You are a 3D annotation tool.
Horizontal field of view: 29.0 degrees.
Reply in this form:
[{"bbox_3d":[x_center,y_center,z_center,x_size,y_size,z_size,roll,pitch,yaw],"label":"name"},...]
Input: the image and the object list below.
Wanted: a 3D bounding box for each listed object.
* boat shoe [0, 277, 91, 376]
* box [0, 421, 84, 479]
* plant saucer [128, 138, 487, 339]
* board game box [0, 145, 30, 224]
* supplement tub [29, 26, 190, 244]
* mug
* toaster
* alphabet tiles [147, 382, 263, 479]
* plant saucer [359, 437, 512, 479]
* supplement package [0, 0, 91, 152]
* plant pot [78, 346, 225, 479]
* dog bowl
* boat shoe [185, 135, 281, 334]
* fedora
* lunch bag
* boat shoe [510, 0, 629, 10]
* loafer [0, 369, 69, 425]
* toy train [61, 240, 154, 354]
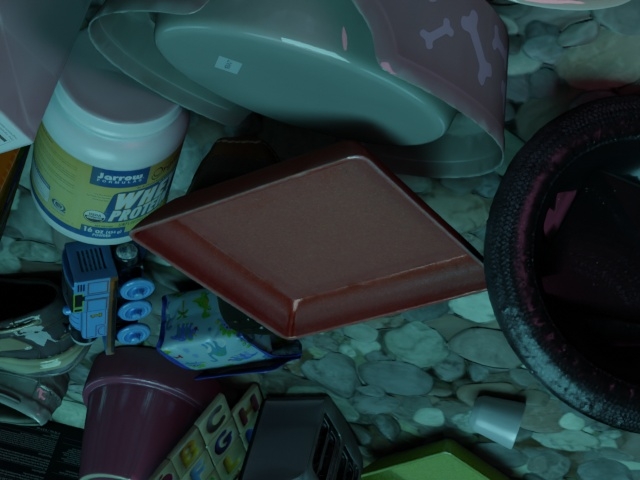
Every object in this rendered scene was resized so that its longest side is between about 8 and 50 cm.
[{"bbox_3d":[-0.472,0.092,1.610,0.355,0.132,0.130,-2,132,7],"label":"boat shoe"},{"bbox_3d":[-0.425,0.389,1.925,0.261,0.184,0.103,14,144,1],"label":"box"},{"bbox_3d":[0.000,0.000,1.157,0.258,0.048,0.259,-17,144,31],"label":"plant saucer"},{"bbox_3d":[-0.528,-0.014,1.266,0.356,0.357,0.356,22,143,-11],"label":"board game box"},{"bbox_3d":[-0.208,-0.102,1.218,0.144,0.144,0.200,18,145,-6],"label":"supplement tub"},{"bbox_3d":[0.225,0.235,1.603,0.064,0.062,0.078,18,138,8],"label":"mug"},{"bbox_3d":[-0.026,0.317,1.712,0.110,0.186,0.168,-7,132,23],"label":"toaster"},{"bbox_3d":[-0.156,0.364,1.731,0.011,0.285,0.343,27,151,27],"label":"alphabet tiles"},{"bbox_3d":[0.178,0.345,1.777,0.188,0.045,0.188,36,139,-28],"label":"plant saucer"},{"bbox_3d":[-0.351,-0.221,1.055,0.145,0.204,0.262,-14,136,30],"label":"supplement package"},{"bbox_3d":[-0.248,0.275,1.714,0.201,0.180,0.201,10,145,7],"label":"plant pot"},{"bbox_3d":[-0.007,-0.157,1.008,0.348,0.102,0.349,17,171,3],"label":"dog bowl"},{"bbox_3d":[-0.073,-0.016,1.307,0.122,0.120,0.324,4,149,4],"label":"boat shoe"},{"bbox_3d":[0.290,0.024,1.170,0.334,0.334,0.152,23,174,-12],"label":"fedora"},{"bbox_3d":[-0.111,0.122,1.542,0.128,0.096,0.151,-9,153,25],"label":"lunch bag"},{"bbox_3d":[0.091,-0.246,0.956,0.324,0.117,0.097,12,176,-7],"label":"boat shoe"},{"bbox_3d":[-0.515,0.221,1.789,0.319,0.111,0.112,-5,140,25],"label":"loafer"},{"bbox_3d":[-0.261,0.068,1.502,0.105,0.080,0.184,-7,145,-17],"label":"toy train"}]
